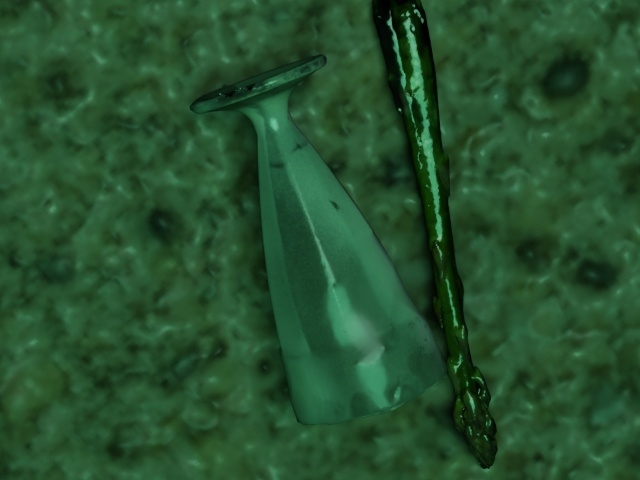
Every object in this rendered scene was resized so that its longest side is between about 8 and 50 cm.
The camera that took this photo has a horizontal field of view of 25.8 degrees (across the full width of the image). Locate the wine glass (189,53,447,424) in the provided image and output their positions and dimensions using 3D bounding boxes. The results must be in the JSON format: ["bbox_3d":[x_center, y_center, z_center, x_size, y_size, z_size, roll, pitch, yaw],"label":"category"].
[{"bbox_3d":[0.000,0.000,0.619,0.073,0.073,0.155,-19,101,-4],"label":"wine glass"}]

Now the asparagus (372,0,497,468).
[{"bbox_3d":[0.056,0.000,0.654,0.022,0.023,0.233,-3,103,38],"label":"asparagus"}]
